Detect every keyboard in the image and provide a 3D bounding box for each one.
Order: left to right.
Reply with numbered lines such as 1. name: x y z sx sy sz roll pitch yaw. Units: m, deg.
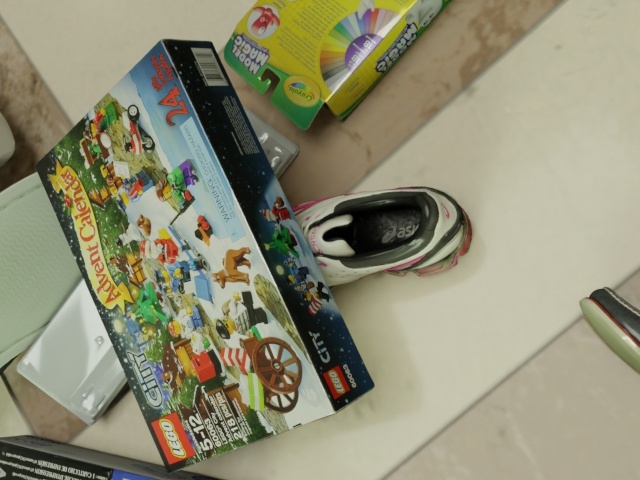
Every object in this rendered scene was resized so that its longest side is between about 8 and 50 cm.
1. keyboard: -0.120 0.013 0.543 0.072 0.014 0.256 37 89 7

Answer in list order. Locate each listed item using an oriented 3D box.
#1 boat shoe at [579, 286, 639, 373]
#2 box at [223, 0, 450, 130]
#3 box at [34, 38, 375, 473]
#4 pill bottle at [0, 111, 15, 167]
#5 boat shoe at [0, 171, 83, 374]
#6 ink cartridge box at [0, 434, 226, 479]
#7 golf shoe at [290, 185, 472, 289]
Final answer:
1. boat shoe: 0.206 0.069 0.404 0.137 0.049 0.043 42 92 21
2. box: 0.020 -0.168 0.534 0.179 0.043 0.105 -47 67 3
3. box: -0.083 0.017 0.469 0.159 0.044 0.233 -30 82 36
4. pill bottle: -0.405 -0.014 0.587 0.318 0.176 0.176 -40 67 9
5. boat shoe: -0.274 0.061 0.558 0.302 0.114 0.091 -49 31 -10
6. ink cartridge box: -0.147 0.201 0.510 0.207 0.046 0.097 6 81 22
7. golf shoe: 0.000 0.000 0.479 0.186 0.086 0.067 -16 74 19
